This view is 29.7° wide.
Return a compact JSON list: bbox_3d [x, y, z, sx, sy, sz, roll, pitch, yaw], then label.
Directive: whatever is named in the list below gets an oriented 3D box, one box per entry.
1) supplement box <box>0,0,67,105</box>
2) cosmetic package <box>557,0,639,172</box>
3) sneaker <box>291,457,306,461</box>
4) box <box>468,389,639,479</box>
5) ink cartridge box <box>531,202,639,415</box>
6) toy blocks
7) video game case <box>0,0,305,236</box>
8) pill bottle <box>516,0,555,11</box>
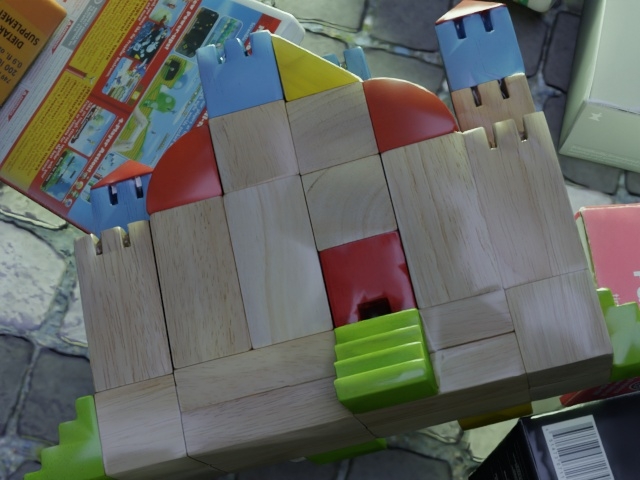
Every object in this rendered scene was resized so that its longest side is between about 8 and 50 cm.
[{"bbox_3d":[-0.299,-0.109,0.915,0.080,0.078,0.233,35,88,33],"label":"supplement box"},{"bbox_3d":[0.287,-0.179,1.021,0.127,0.107,0.238,16,70,2],"label":"cosmetic package"},{"bbox_3d":[0.001,0.001,0.924,0.182,0.127,0.316,-15,66,-23],"label":"sneaker"},{"bbox_3d":[0.193,0.252,0.793,0.103,0.184,0.261,-11,69,-11],"label":"box"},{"bbox_3d":[0.304,0.055,0.867,0.282,0.207,0.117,-3,69,-5],"label":"ink cartridge box"},{"bbox_3d":[0.001,-0.011,0.736,0.381,0.191,0.261,-15,71,7],"label":"toy blocks"},{"bbox_3d":[-0.169,-0.120,0.911,0.285,0.025,0.204,28,83,35],"label":"video game case"},{"bbox_3d":[0.132,-0.295,1.046,0.208,0.117,0.118,29,69,8],"label":"pill bottle"}]
